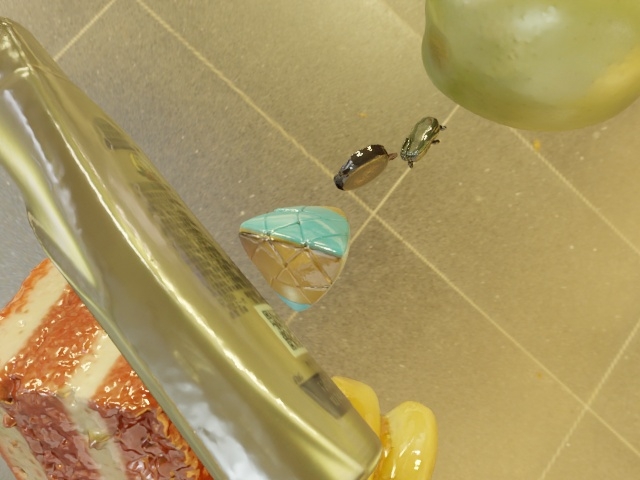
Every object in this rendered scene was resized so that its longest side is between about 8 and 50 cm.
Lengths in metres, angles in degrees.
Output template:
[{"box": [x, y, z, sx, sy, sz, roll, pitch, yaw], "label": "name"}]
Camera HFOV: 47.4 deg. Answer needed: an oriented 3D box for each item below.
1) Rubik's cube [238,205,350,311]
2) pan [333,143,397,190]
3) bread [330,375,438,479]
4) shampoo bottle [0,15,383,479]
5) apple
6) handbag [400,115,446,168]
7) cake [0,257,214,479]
[{"box": [0.000, 0.000, 1.518, 0.254, 0.254, 0.255, 1, 85, -17], "label": "Rubik's cube"}, {"box": [0.101, -0.138, 1.370, 0.040, 0.115, 0.212, 55, 32, 10], "label": "pan"}, {"box": [0.021, 0.441, 1.182, 0.245, 0.329, 0.424, 22, 81, -22], "label": "bread"}, {"box": [-0.103, 0.015, 0.443, 0.084, 0.125, 0.350, -40, 82, 4], "label": "shampoo bottle"}, {"box": [0.412, -0.429, 1.342, 0.473, 0.473, 0.474, 1, 85, -17], "label": "apple"}, {"box": [0.195, -0.196, 1.438, 0.111, 0.072, 0.047, -56, 132, -14], "label": "handbag"}, {"box": [-0.274, 0.196, 0.992, 0.319, 0.270, 0.270, 4, 39, 16], "label": "cake"}]
